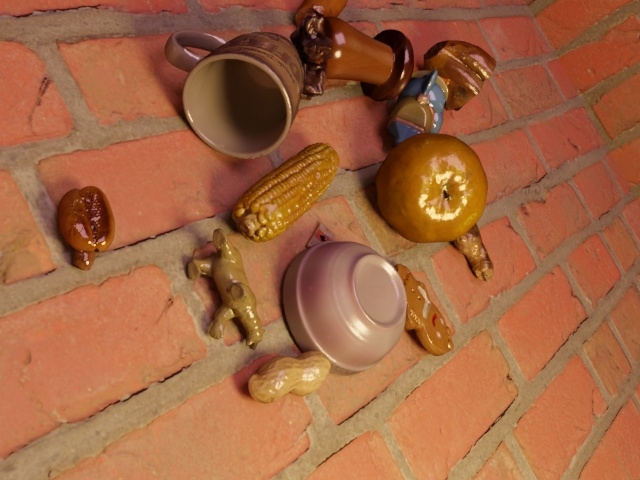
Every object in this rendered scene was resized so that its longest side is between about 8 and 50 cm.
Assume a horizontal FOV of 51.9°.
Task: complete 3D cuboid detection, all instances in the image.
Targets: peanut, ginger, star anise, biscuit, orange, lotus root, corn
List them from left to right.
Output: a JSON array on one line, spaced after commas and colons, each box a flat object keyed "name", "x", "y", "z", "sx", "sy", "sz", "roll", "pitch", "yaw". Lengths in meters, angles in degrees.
[{"name": "peanut", "x": -0.057, "y": 0.253, "z": 1.227, "sx": 0.187, "sy": 0.082, "sz": 0.082, "roll": -1, "pitch": 68, "yaw": -43}, {"name": "corn", "x": -0.063, "y": -0.109, "z": 1.395, "sx": 0.120, "sy": 0.120, "sz": 0.363, "roll": 51, "pitch": 42, "yaw": -8}, {"name": "star anise", "x": -0.036, "y": -0.423, "z": 1.553, "sx": 0.098, "sy": 0.220, "sz": 0.214, "roll": 2, "pitch": 56, "yaw": -14}, {"name": "biscuit", "x": 0.240, "y": 0.171, "z": 1.556, "sx": 0.249, "sy": 0.035, "sz": 0.184, "roll": 55, "pitch": 28, "yaw": -9}, {"name": "orange", "x": 0.271, "y": -0.129, "z": 1.624, "sx": 0.279, "sy": 0.235, "sz": 0.279, "roll": -2, "pitch": 98, "yaw": -12}, {"name": "lotus root", "x": 0.414, "y": -0.532, "z": 2.024, "sx": 0.180, "sy": 0.199, "sz": 0.188, "roll": 43, "pitch": 38, "yaw": -23}, {"name": "ginger", "x": 0.402, "y": -0.047, "z": 1.824, "sx": 0.147, "sy": 0.081, "sz": 0.334, "roll": 12, "pitch": 61, "yaw": -44}]

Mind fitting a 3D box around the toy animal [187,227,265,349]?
[{"name": "toy animal", "x": -0.162, "y": 0.095, "z": 1.220, "sx": 0.101, "sy": 0.103, "sz": 0.219, "roll": 12, "pitch": 52, "yaw": -67}]

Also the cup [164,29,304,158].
[{"name": "cup", "x": -0.174, "y": -0.347, "z": 1.382, "sx": 0.301, "sy": 0.227, "sz": 0.257, "roll": 31, "pitch": 36, "yaw": -9}]

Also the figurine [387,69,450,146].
[{"name": "figurine", "x": 0.265, "y": -0.351, "z": 1.820, "sx": 0.262, "sy": 0.153, "sz": 0.180, "roll": -64, "pitch": 150, "yaw": -14}]

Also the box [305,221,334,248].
[{"name": "box", "x": 0.000, "y": 0.000, "z": 1.470, "sx": 0.046, "sy": 0.012, "sz": 0.083, "roll": 45, "pitch": 46, "yaw": -14}]

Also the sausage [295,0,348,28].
[{"name": "sausage", "x": 0.017, "y": -0.654, "z": 1.792, "sx": 0.109, "sy": 0.109, "sz": 0.271, "roll": 43, "pitch": 42, "yaw": -17}]

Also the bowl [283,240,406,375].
[{"name": "bowl", "x": 0.075, "y": 0.125, "z": 1.366, "sx": 0.287, "sy": 0.143, "sz": 0.287, "roll": 21, "pitch": 57, "yaw": -37}]

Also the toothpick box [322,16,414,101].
[{"name": "toothpick box", "x": 0.107, "y": -0.477, "z": 1.721, "sx": 0.294, "sy": 0.192, "sz": 0.192, "roll": 6, "pitch": 63, "yaw": -35}]

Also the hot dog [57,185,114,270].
[{"name": "hot dog", "x": -0.386, "y": -0.022, "z": 1.089, "sx": 0.089, "sy": 0.060, "sz": 0.140, "roll": -8, "pitch": 66, "yaw": -41}]
